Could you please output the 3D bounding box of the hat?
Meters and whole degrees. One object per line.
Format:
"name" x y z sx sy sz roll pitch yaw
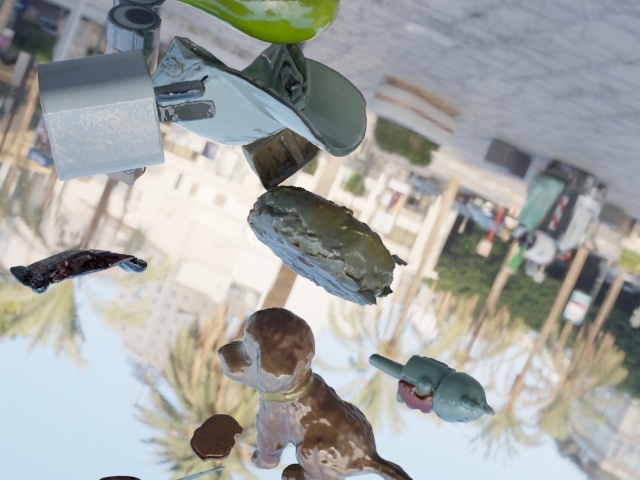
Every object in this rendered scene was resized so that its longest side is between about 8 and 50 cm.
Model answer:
"hat" -0.080 -0.189 1.376 0.301 0.168 0.258 36 -148 24

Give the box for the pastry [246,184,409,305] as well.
"pastry" 0.000 0.000 1.852 0.330 0.136 0.329 33 169 7

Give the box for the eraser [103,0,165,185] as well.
"eraser" -0.304 -0.250 1.513 0.087 0.290 0.171 6 -137 -10

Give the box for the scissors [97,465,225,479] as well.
"scissors" -0.286 0.463 1.789 0.248 0.017 0.144 -11 145 10

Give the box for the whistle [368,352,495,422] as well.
"whistle" 0.191 0.254 1.644 0.253 0.106 0.101 23 148 33

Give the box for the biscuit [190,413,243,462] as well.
"biscuit" -0.239 0.452 2.158 0.102 0.019 0.130 25 -130 20

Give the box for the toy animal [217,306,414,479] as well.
"toy animal" 0.000 0.151 0.919 0.184 0.185 0.104 7 -151 35

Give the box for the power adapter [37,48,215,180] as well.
"power adapter" -0.237 -0.163 1.175 0.205 0.125 0.130 -10 -147 -11

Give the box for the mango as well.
"mango" -0.112 -0.366 1.309 0.293 0.143 0.175 13 -137 -6

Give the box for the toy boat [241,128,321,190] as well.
"toy boat" -0.066 -0.198 1.894 0.061 0.188 0.116 41 163 43

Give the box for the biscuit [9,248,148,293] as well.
"biscuit" -0.447 0.049 1.763 0.235 0.063 0.151 -11 -174 -30
